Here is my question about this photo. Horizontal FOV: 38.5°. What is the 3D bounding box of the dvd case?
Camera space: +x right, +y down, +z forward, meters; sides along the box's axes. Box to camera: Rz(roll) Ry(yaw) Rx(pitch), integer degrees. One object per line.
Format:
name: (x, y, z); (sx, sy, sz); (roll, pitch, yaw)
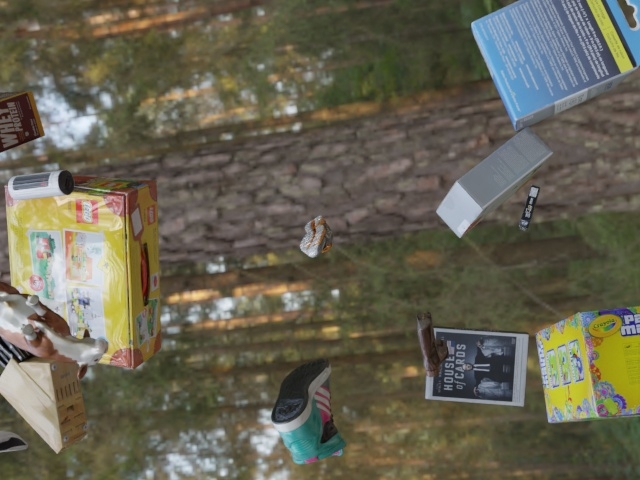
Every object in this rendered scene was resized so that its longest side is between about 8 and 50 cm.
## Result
dvd case: (0.378, 0.304, 2.219); (0.029, 0.239, 0.179); (-33, -54, -85)

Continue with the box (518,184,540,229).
box: (0.399, -0.061, 1.747); (0.067, 0.018, 0.083); (13, -87, -77)

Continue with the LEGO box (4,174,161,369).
LEGO box: (-0.658, 0.079, 2.571); (0.193, 0.373, 0.499); (-41, -46, -69)

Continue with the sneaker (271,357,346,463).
sneaker: (-0.009, 0.393, 2.020); (0.178, 0.124, 0.295); (67, -160, -15)

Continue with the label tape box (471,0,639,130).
label tape box: (0.541, -0.428, 2.011); (0.115, 0.348, 0.249); (35, -147, -76)

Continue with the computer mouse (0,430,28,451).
computer mouse: (-0.676, 0.406, 1.836); (0.193, 0.106, 0.042); (9, -107, -55)

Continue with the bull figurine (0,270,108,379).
bull figurine: (-0.563, 0.156, 1.775); (0.101, 0.311, 0.188); (-60, -19, -23)

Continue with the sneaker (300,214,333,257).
sneaker: (0.000, 0.000, 2.662); (0.083, 0.084, 0.215); (54, -160, -17)

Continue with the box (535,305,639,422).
box: (0.562, 0.215, 1.596); (0.279, 0.290, 0.176); (101, 163, -76)

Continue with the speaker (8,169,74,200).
speaker: (-0.588, -0.116, 1.932); (0.055, 0.136, 0.055); (-4, -90, -66)

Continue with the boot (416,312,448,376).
boot: (0.193, 0.164, 1.599); (0.106, 0.037, 0.114); (-66, -36, -59)

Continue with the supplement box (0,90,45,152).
supplement box: (-0.892, -0.314, 2.470); (0.191, 0.194, 0.129); (-34, -59, -46)

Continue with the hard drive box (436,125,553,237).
hard drive box: (0.395, -0.133, 2.097); (0.089, 0.232, 0.181); (50, 161, 10)

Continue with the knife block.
knife block: (-0.649, 0.319, 2.020); (0.088, 0.242, 0.275); (-22, -73, -62)
